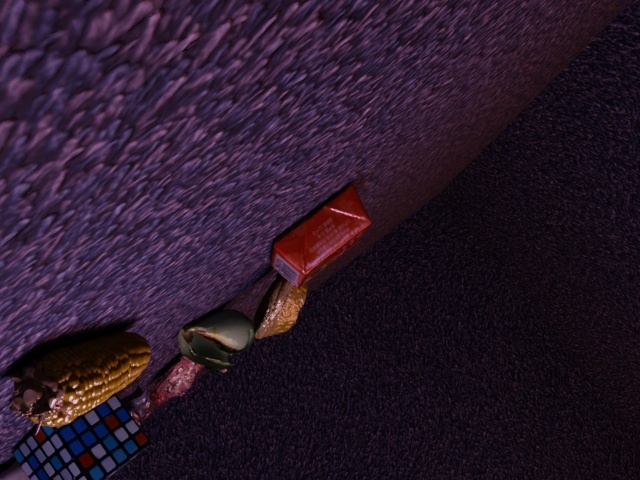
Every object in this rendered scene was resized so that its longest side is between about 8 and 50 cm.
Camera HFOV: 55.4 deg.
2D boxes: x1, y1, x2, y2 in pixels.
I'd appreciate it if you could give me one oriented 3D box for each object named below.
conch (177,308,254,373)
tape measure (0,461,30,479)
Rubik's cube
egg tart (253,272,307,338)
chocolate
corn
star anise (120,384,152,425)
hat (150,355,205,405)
[{"bbox_3d":[-0.275,0.272,1.622,0.144,0.137,0.250,-66,167,21],"label":"conch"},{"bbox_3d":[-0.790,0.637,1.435,0.258,0.130,0.265,-37,179,15],"label":"tape measure"},{"bbox_3d":[-0.537,0.466,1.374,0.187,0.184,0.182,-40,174,28],"label":"Rubik's cube"},{"bbox_3d":[-0.101,0.158,1.632,0.253,0.098,0.232,-68,-167,-19],"label":"egg tart"},{"bbox_3d":[0.000,0.000,1.448,0.234,0.108,0.237,-38,172,-14],"label":"chocolate"},{"bbox_3d":[-0.351,0.205,0.948,0.106,0.106,0.305,-39,174,8],"label":"corn"},{"bbox_3d":[-0.552,0.505,1.646,0.236,0.109,0.223,-38,-161,-27],"label":"star anise"},{"bbox_3d":[-0.461,0.453,2.022,0.286,0.107,0.236,-45,162,15],"label":"hat"}]
